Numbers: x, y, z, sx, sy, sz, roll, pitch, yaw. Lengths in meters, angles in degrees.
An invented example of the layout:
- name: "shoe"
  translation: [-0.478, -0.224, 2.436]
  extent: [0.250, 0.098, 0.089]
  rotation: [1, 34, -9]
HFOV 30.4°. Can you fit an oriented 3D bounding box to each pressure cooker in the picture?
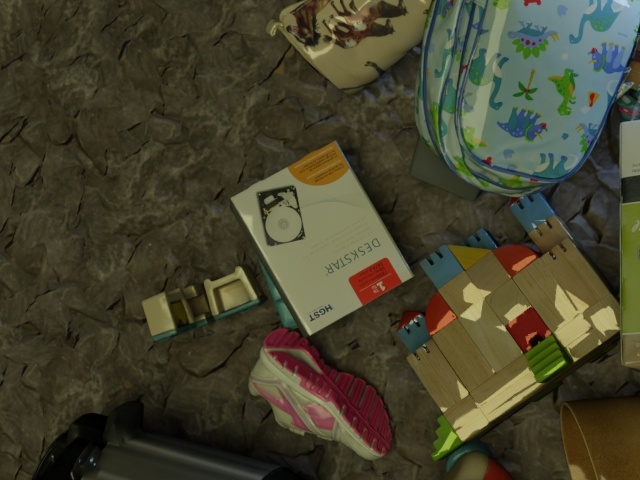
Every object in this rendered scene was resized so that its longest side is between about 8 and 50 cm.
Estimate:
- name: "pressure cooker"
  translation: [-0.248, 0.457, 1.708]
  extent: [0.420, 0.375, 0.370]
  rotation: [11, 55, 17]

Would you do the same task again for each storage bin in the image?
- name: "storage bin"
  translation: [0.194, -0.118, 1.705]
  extent: [0.135, 0.098, 0.091]
  rotation: [23, 110, 13]

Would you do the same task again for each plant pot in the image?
- name: "plant pot"
  translation: [0.481, 0.307, 1.595]
  extent: [0.254, 0.237, 0.237]
  rotation: [-13, 90, 2]

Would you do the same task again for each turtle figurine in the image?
- name: "turtle figurine"
  translation: [0.437, -0.251, 1.617]
  extent: [0.175, 0.118, 0.234]
  rotation: [34, 111, 52]

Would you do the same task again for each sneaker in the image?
- name: "sneaker"
  translation: [-0.003, 0.247, 1.782]
  extent: [0.252, 0.103, 0.111]
  rotation: [41, 126, 2]

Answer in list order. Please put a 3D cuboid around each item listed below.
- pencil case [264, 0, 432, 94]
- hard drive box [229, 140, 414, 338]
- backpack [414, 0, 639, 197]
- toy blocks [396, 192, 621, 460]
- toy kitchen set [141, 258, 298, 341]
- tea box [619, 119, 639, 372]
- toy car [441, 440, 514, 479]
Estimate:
- name: "pencil case"
  translation: [0.119, -0.381, 1.666]
  extent: [0.410, 0.160, 0.183]
  rotation: [-41, 103, 14]
- name: "hard drive box"
  translation: [0.000, 0.000, 1.733]
  extent: [0.181, 0.089, 0.232]
  rotation: [-30, 86, -8]
- name: "backpack"
  translation: [0.260, -0.237, 1.527]
  extent: [0.290, 0.273, 0.355]
  rotation: [14, 117, -22]
- name: "toy blocks"
  translation: [0.253, 0.096, 1.673]
  extent: [0.381, 0.191, 0.261]
  rotation: [-39, 72, 14]
- name: "toy kitchen set"
  translation: [-0.132, 0.104, 1.767]
  extent: [0.207, 0.166, 0.122]
  rotation: [-22, 87, 16]
- name: "tea box"
  translation: [0.561, 0.012, 1.448]
  extent: [0.329, 0.220, 0.323]
  rotation: [-6, 72, 34]
- name: "toy car"
  translation: [0.254, 0.436, 1.665]
  extent: [0.238, 0.219, 0.210]
  rotation: [31, 101, 1]
